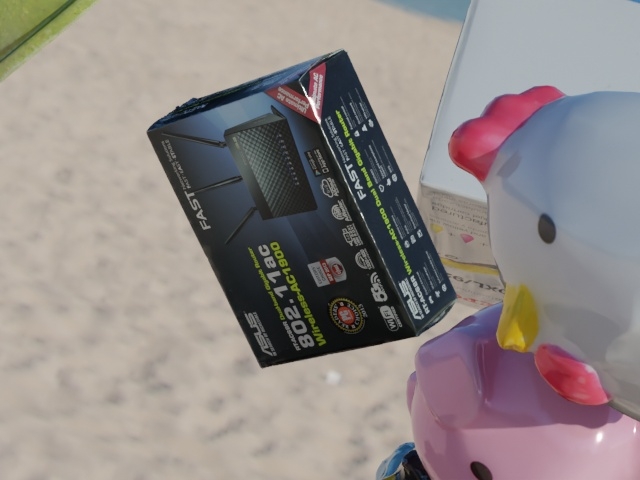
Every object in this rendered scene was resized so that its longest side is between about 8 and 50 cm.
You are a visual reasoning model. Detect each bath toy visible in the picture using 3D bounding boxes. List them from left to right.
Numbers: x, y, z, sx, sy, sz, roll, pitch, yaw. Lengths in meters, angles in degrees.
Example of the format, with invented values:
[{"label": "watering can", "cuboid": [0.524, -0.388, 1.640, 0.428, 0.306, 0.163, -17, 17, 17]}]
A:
[{"label": "bath toy", "cuboid": [0.085, 0.056, 0.601, 0.129, 0.151, 0.348, 26, -23, 8]}]

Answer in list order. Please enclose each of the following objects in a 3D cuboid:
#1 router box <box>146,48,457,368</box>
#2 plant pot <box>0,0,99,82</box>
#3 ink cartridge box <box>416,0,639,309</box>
[{"label": "router box", "cuboid": [-0.009, -0.011, 0.745, 0.092, 0.122, 0.038, -15, 15, 41]}, {"label": "plant pot", "cuboid": [-0.248, -0.272, 1.274, 0.254, 0.276, 0.276, 50, 4, -12]}, {"label": "ink cartridge box", "cuboid": [0.163, -0.052, 1.211, 0.171, 0.168, 0.233, 15, -17, 6]}]
